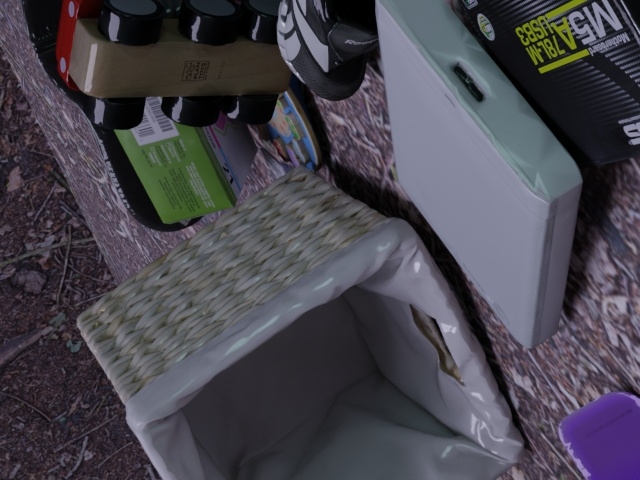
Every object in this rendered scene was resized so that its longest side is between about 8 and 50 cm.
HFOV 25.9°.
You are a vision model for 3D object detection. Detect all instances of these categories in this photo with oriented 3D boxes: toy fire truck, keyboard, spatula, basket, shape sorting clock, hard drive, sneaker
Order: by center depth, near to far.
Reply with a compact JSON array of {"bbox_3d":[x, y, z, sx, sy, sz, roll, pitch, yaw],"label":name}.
[{"bbox_3d":[0.117,-0.050,1.053,0.203,0.040,0.307,55,172,22],"label":"hard drive"},{"bbox_3d":[0.016,-0.179,1.128,0.106,0.078,0.234,52,162,32],"label":"sneaker"},{"bbox_3d":[0.309,0.252,1.130,0.296,0.084,0.030,51,-151,0],"label":"spatula"},{"bbox_3d":[-0.158,-0.239,1.353,0.246,0.217,0.158,51,136,44],"label":"toy fire truck"},{"bbox_3d":[-0.027,0.154,1.440,0.266,0.331,0.328,36,159,58],"label":"basket"},{"bbox_3d":[-0.065,-0.158,1.512,0.206,0.040,0.206,52,165,21],"label":"shape sorting clock"},{"bbox_3d":[0.000,0.000,1.636,0.072,0.014,0.256,34,158,57],"label":"keyboard"},{"bbox_3d":[-0.282,-0.238,1.812,0.257,0.169,0.447,-139,28,-69],"label":"sneaker"}]

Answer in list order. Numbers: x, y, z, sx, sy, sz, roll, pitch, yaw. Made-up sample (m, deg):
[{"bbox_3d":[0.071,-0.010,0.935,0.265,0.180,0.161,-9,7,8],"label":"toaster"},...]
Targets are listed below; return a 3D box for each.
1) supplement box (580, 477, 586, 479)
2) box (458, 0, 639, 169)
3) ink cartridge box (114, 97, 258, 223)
[{"bbox_3d":[0.271,0.223,1.206,0.062,0.036,0.098,56,165,5],"label":"supplement box"},{"bbox_3d":[0.152,-0.135,0.841,0.184,0.045,0.190,61,166,-6],"label":"box"},{"bbox_3d":[-0.148,-0.172,1.625,0.255,0.097,0.189,-71,-37,-53],"label":"ink cartridge box"}]
